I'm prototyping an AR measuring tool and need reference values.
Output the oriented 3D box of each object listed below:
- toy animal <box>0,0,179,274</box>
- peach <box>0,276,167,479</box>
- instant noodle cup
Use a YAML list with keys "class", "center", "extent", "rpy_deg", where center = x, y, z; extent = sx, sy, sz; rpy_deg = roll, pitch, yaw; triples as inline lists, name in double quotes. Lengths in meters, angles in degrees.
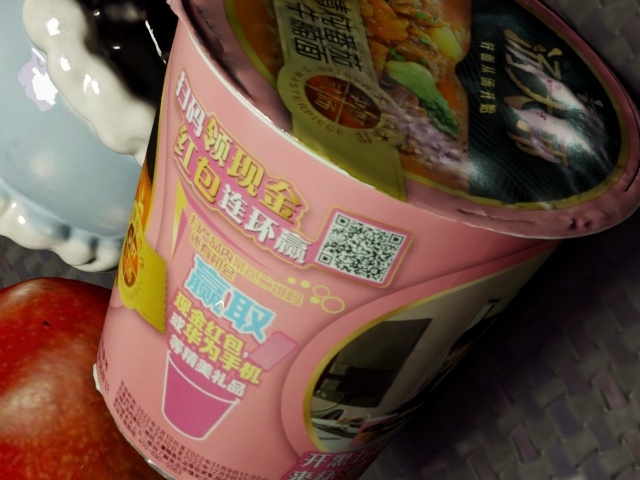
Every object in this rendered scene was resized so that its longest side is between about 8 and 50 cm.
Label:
- class: "toy animal"
  center: [-0.152, -0.088, 0.892]
  extent: [0.204, 0.156, 0.208]
  rpy_deg: [-31, 70, 36]
- class: "peach"
  center: [-0.174, 0.137, 0.865]
  extent: [0.275, 0.248, 0.245]
  rpy_deg: [114, 179, -67]
- class: "instant noodle cup"
  center: [0.000, 0.000, 0.731]
  extent: [0.244, 0.244, 0.255]
  rpy_deg: [50, 131, 27]
